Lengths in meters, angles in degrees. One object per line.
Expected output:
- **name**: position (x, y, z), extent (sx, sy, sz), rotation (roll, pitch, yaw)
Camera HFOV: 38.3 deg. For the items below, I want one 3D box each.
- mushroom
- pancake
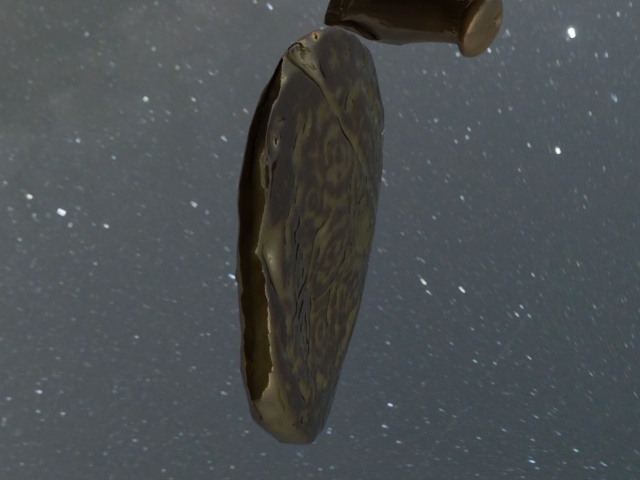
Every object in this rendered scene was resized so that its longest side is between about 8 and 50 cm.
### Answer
- **mushroom**: position (0.101, -0.285, 1.136), extent (0.247, 0.108, 0.096), rotation (16, -127, 38)
- **pancake**: position (0.001, 0.000, 0.549), extent (0.031, 0.250, 0.250), rotation (8, -102, 15)
